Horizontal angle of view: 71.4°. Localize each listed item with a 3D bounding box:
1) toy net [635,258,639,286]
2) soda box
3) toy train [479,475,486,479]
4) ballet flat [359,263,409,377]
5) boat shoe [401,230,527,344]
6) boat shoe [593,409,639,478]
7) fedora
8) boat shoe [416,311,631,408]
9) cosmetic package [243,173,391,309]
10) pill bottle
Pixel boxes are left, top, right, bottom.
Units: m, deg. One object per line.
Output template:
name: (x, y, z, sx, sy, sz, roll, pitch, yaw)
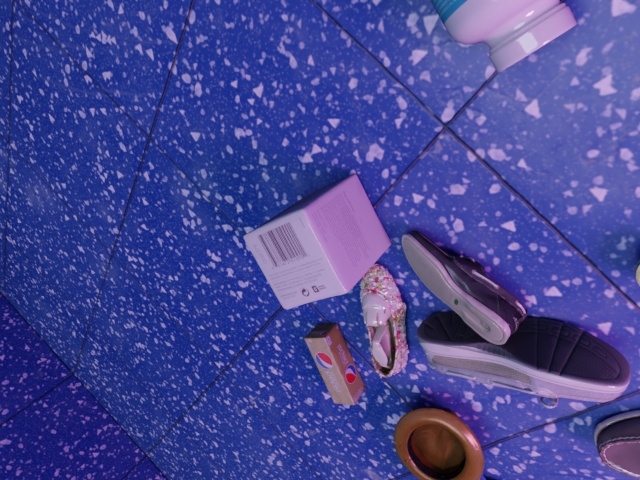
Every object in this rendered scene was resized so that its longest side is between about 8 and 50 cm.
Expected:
toy net: (0.518, 0.022, 0.527, 0.122, 0.045, 0.232, 53, 132, -1)
soda box: (0.034, 0.278, 1.002, 0.061, 0.058, 0.182, -11, 108, 38)
toy train: (0.313, 0.542, 0.926, 0.184, 0.105, 0.080, 14, 123, 29)
ballet flat: (0.122, 0.164, 0.864, 0.091, 0.077, 0.241, -2, 114, 36)
boat shoe: (0.231, 0.064, 0.740, 0.233, 0.079, 0.084, 44, 158, 23)
boat shoe: (0.567, 0.318, 0.626, 0.324, 0.096, 0.117, -11, 109, 38)
fedora: (0.245, 0.411, 0.911, 0.194, 0.079, 0.195, 11, 113, 27)
boat shoe: (0.314, 0.196, 0.728, 0.320, 0.118, 0.103, 1, 122, 39)
cosmetic package: (0.000, 0.000, 0.782, 0.151, 0.183, 0.152, -20, 102, 40)
pill bottle: (0.179, -0.330, 0.496, 0.146, 0.146, 0.264, -25, 100, 41)
